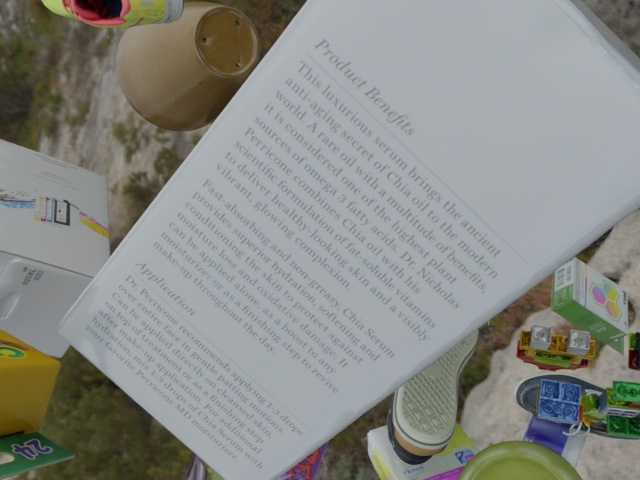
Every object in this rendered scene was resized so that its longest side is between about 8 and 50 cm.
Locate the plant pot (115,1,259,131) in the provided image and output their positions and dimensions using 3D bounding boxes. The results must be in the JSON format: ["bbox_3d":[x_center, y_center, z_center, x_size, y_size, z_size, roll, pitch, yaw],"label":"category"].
[{"bbox_3d":[-0.214,-0.328,1.205,0.254,0.237,0.237,3,80,58],"label":"plant pot"}]

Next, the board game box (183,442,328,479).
[{"bbox_3d":[-0.127,0.418,1.148,0.056,0.208,0.346,-125,52,-69],"label":"board game box"}]

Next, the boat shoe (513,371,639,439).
[{"bbox_3d":[0.475,0.304,1.197,0.079,0.255,0.095,-85,12,-76],"label":"boat shoe"}]

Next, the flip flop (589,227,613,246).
[{"bbox_3d":[0.290,-0.066,0.765,0.277,0.112,0.080,89,-167,-64],"label":"flip flop"}]

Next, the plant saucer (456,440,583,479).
[{"bbox_3d":[0.341,0.463,1.160,0.241,0.037,0.240,-12,57,20],"label":"plant saucer"}]

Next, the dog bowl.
[{"bbox_3d":[0.447,0.447,1.337,0.104,0.265,0.264,21,97,24],"label":"dog bowl"}]

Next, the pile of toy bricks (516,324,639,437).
[{"bbox_3d":[0.276,0.146,0.582,0.105,0.212,0.118,70,-150,-62],"label":"pile of toy bricks"}]

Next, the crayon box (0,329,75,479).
[{"bbox_3d":[-0.401,0.115,0.623,0.323,0.203,0.083,21,93,23],"label":"crayon box"}]

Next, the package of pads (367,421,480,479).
[{"bbox_3d":[0.258,0.537,1.581,0.296,0.229,0.101,-129,28,-63],"label":"package of pads"}]

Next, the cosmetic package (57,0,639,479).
[{"bbox_3d":[0.015,-0.017,0.529,0.453,0.230,0.161,-44,5,30],"label":"cosmetic package"}]

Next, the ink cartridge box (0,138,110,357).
[{"bbox_3d":[-0.406,0.013,0.936,0.171,0.168,0.232,-50,38,27],"label":"ink cartridge box"}]

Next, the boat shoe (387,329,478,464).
[{"bbox_3d":[0.257,0.308,1.583,0.500,0.187,0.155,-65,-9,-51],"label":"boat shoe"}]

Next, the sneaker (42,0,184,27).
[{"bbox_3d":[-0.266,-0.288,0.781,0.209,0.094,0.081,11,120,29],"label":"sneaker"}]

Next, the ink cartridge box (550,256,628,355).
[{"bbox_3d":[0.566,0.134,1.359,0.062,0.209,0.109,-40,24,49],"label":"ink cartridge box"}]
